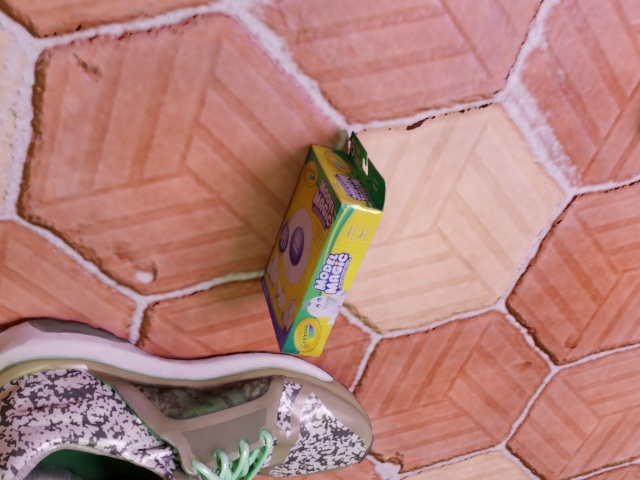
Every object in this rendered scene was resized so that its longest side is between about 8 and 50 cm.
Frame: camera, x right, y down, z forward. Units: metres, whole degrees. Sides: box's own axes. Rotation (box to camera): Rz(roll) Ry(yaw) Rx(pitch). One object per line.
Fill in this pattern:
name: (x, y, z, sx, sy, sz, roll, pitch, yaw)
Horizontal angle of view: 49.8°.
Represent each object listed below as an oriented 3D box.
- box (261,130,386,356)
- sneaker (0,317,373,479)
box: (0.000, 0.000, 0.597, 0.043, 0.105, 0.179, 11, 119, -23)
sneaker: (-0.127, 0.209, 0.657, 0.410, 0.182, 0.158, 12, 119, -23)
